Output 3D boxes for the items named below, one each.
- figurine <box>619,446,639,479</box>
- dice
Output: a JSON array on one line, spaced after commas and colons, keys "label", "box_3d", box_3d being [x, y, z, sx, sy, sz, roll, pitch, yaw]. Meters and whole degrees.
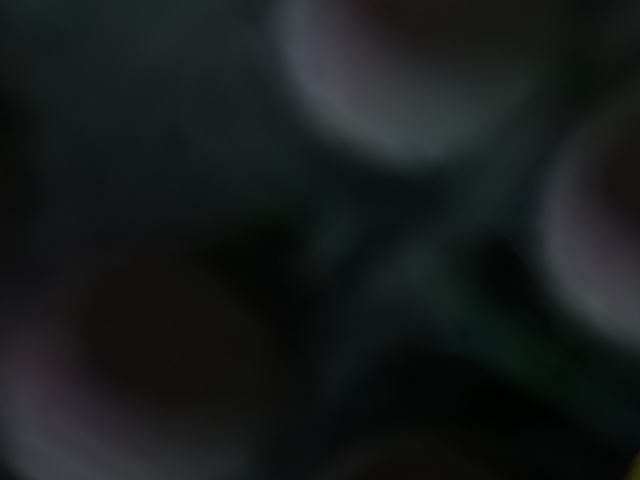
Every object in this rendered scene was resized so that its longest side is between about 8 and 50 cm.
[{"label": "figurine", "box_3d": [0.169, 0.222, 0.352, 0.266, 0.361, 0.377, 13, -57, 52]}, {"label": "dice", "box_3d": [-0.033, -0.054, 0.603, 0.328, 0.330, 0.348, 37, 10, -15]}]
